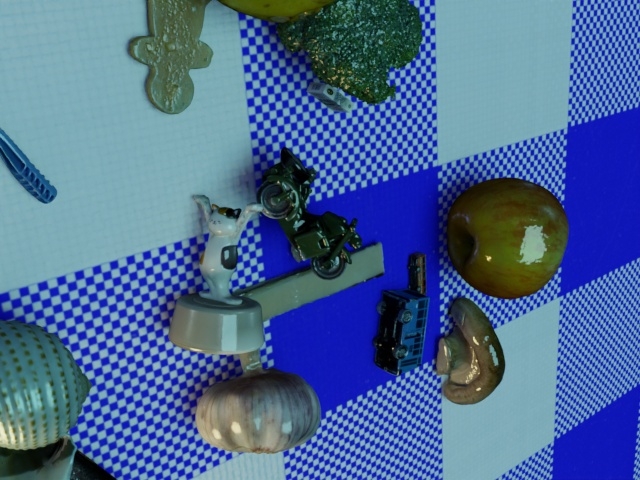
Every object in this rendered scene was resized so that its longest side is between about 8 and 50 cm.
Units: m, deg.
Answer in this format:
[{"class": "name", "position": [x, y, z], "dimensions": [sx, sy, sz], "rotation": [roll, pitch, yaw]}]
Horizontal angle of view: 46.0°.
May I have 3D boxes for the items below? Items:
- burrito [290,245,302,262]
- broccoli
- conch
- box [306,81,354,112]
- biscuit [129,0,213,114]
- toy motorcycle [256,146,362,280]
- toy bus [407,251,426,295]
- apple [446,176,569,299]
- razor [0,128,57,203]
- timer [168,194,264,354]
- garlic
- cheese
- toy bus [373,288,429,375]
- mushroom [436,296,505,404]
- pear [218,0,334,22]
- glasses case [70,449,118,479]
[{"class": "burrito", "position": [0.000, 0.000, 1.567], "dimensions": [0.149, 0.041, 0.055], "rotation": [-27, 132, -34]}, {"class": "broccoli", "position": [0.053, -0.381, 1.387], "dimensions": [0.242, 0.269, 0.262], "rotation": [68, 30, -69]}, {"class": "conch", "position": [-0.511, 0.268, 1.132], "dimensions": [0.319, 0.215, 0.303], "rotation": [-2, 101, -6]}, {"class": "box", "position": [0.020, -0.282, 1.488], "dimensions": [0.083, 0.054, 0.024], "rotation": [28, 81, -40]}, {"class": "biscuit", "position": [-0.250, -0.332, 1.271], "dimensions": [0.153, 0.030, 0.235], "rotation": [-6, 107, -37]}, {"class": "toy motorcycle", "position": [-0.020, -0.044, 1.418], "dimensions": [0.127, 0.205, 0.275], "rotation": [-30, 98, 10]}, {"class": "toy bus", "position": [0.231, 0.084, 1.785], "dimensions": [0.043, 0.031, 0.110], "rotation": [-21, 115, -40]}, {"class": "apple", "position": [0.422, -0.012, 1.760], "dimensions": [0.301, 0.301, 0.302], "rotation": [-13, 111, -36]}, {"class": "razor", "position": [-0.485, -0.152, 1.130], "dimensions": [0.081, 0.042, 0.253], "rotation": [-22, 128, 16]}, {"class": "timer", "position": [-0.180, 0.055, 1.363], "dimensions": [0.175, 0.175, 0.266], "rotation": [-1, 99, -39]}, {"class": "garlic", "position": [-0.123, 0.291, 1.470], "dimensions": [0.245, 0.245, 0.253], "rotation": [11, 65, -40]}, {"class": "cheese", "position": [-0.020, 0.091, 1.586], "dimensions": [0.400, 0.034, 0.085], "rotation": [-20, 111, -34]}, {"class": "toy bus", "position": [0.190, 0.211, 1.752], "dimensions": [0.106, 0.090, 0.185], "rotation": [-5, 106, -40]}, {"class": "mushroom", "position": [0.393, 0.292, 1.899], "dimensions": [0.156, 0.151, 0.286], "rotation": [-12, 111, -37]}, {"class": "pear", "position": [-0.093, -0.498, 1.195], "dimensions": [0.269, 0.269, 0.321], "rotation": [-44, 105, -20]}, {"class": "glasses case", "position": [-0.430, 0.454, 1.332], "dimensions": [0.122, 0.082, 0.321], "rotation": [-49, 126, -18]}]
